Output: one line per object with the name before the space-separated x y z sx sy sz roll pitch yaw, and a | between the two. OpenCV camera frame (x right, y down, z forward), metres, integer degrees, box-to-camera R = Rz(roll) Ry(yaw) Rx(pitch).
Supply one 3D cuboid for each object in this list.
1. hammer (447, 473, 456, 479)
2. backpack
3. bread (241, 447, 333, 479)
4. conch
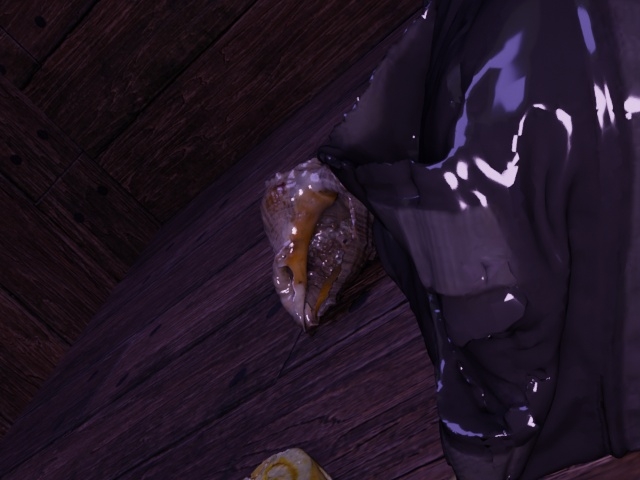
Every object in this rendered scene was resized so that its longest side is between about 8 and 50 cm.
hammer | 0.095 0.192 0.780 0.199 0.013 0.062 -42 14 12
backpack | 0.149 -0.071 0.590 0.255 0.363 0.445 -1 33 19
bread | -0.039 0.252 0.896 0.117 0.064 0.156 -32 18 31
conch | 0.000 0.000 1.341 0.178 0.163 0.245 127 151 -66
